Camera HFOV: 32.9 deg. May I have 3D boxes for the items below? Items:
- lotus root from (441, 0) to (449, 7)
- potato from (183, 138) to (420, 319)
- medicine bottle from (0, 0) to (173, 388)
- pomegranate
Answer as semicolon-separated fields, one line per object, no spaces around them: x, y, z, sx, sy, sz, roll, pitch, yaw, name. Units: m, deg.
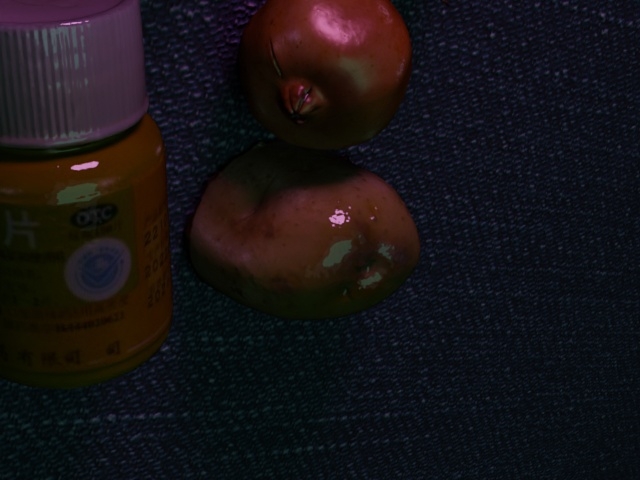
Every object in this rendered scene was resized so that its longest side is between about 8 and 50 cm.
0.111;-0.409;1.241;0.154;0.154;0.278;-34;131;-18;lotus root
0.000;0.000;1.348;0.285;0.242;0.243;5;112;-37;potato
-0.265;-0.061;1.088;0.224;0.224;0.384;-17;125;-30;medicine bottle
0.008;-0.201;1.242;0.209;0.209;0.209;-19;126;-29;pomegranate
